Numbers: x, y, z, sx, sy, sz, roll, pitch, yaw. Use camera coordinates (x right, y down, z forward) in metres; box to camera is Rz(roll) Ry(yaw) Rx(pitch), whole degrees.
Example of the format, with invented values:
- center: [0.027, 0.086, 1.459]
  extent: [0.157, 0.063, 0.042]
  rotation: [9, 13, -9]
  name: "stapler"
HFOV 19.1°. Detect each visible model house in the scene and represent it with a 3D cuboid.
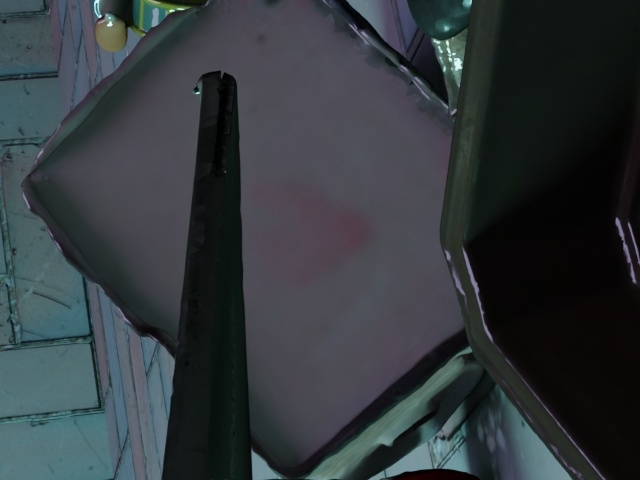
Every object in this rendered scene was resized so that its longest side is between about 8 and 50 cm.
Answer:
- center: [0.000, 0.000, 1.072]
  extent: [0.237, 0.202, 0.237]
  rotation: [44, 180, 12]
  name: "model house"

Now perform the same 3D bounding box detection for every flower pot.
- center: [0.129, -0.029, 0.665]
  extent: [0.179, 0.084, 0.250]
  rotation: [52, 148, 42]
  name: "flower pot"

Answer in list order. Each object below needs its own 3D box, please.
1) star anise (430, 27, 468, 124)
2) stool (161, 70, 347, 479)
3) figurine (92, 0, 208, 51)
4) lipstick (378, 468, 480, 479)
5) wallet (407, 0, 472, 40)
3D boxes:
- center: [0.089, -0.131, 0.878]
  extent: [0.182, 0.065, 0.195]
  rotation: [-115, 29, -44]
  name: "star anise"
- center: [0.088, 0.088, 0.450]
  extent: [0.269, 0.244, 0.170]
  rotation: [-93, 3, -59]
  name: "stool"
- center: [-0.114, -0.285, 1.479]
  extent: [0.158, 0.161, 0.275]
  rotation: [31, 130, 45]
  name: "figurine"
- center: [0.075, 0.244, 1.029]
  extent: [0.080, 0.080, 0.241]
  rotation: [111, 152, -60]
  name: "lipstick"
- center: [0.102, -0.208, 0.714]
  extent: [0.321, 0.044, 0.170]
  rotation: [147, 120, -62]
  name: "wallet"
